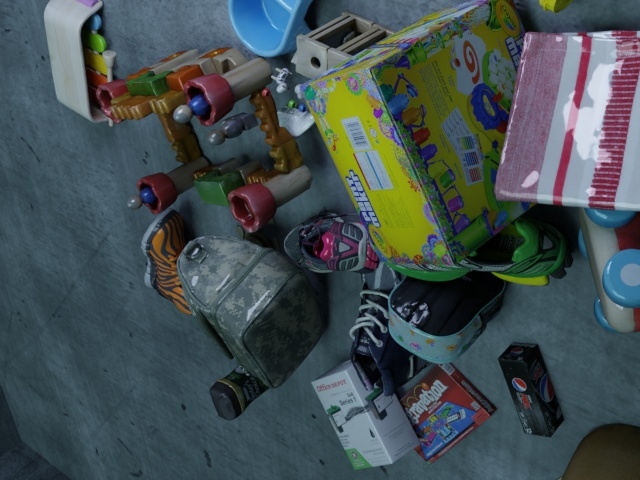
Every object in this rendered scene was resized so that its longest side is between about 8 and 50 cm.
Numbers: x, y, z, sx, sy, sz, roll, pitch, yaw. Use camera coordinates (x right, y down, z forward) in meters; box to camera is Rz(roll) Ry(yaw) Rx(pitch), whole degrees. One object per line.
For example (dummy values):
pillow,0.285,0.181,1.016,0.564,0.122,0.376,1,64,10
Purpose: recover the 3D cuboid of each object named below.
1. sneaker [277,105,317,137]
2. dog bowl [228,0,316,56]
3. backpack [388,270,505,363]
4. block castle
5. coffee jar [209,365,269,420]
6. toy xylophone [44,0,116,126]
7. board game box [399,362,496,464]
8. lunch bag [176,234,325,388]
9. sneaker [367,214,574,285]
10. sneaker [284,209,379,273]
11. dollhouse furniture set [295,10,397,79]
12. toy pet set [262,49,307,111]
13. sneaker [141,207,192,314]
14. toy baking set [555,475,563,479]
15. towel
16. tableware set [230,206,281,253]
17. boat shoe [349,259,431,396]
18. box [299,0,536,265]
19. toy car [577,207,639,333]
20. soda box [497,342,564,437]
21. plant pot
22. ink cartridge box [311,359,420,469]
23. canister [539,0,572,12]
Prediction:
sneaker,-0.054,-0.222,1.691,0.152,0.053,0.061,-13,107,51
dog bowl,-0.068,-0.430,1.520,0.166,0.074,0.297,43,143,12
backpack,0.208,0.123,1.580,0.166,0.188,0.144,31,138,25
block castle,-0.251,-0.189,1.749,0.453,0.213,0.303,11,127,52
coffee jar,-0.181,0.345,2.176,0.079,0.184,0.096,13,128,41
toy xylophone,-0.516,-0.386,2.022,0.236,0.081,0.323,37,140,20
board game box,0.239,0.358,1.873,0.145,0.027,0.281,46,143,11
lunch bag,-0.157,0.137,1.917,0.256,0.212,0.305,33,162,30
sneaker,0.221,-0.011,1.457,0.343,0.134,0.146,1,165,37
sneaker,0.000,0.000,1.711,0.299,0.112,0.121,178,95,-64
dollhouse furniture set,0.048,-0.254,1.492,0.129,0.129,0.184,29,136,28
toy pet set,-0.021,-0.274,1.575,0.065,0.122,0.114,36,105,33
sneaker,-0.324,0.059,2.170,0.180,0.124,0.321,36,151,14
toy baking set,0.512,0.506,1.700,0.256,0.030,0.197,28,137,29
towel,0.391,-0.153,1.143,0.329,0.037,0.237,7,82,35
tableware set,-0.153,-0.023,1.968,0.128,0.039,0.194,14,129,40
boat shoe,0.118,0.135,1.709,0.127,0.158,0.341,6,124,44
box,0.175,-0.158,1.294,0.177,0.279,0.290,1,119,58
toy car,0.486,0.007,1.233,0.219,0.238,0.210,53,-153,-69
soda box,0.379,0.269,1.629,0.060,0.053,0.169,-2,119,47
plant pot,0.474,0.469,1.495,0.237,0.254,0.237,20,122,35
ink cartridge box,0.093,0.367,1.947,0.160,0.092,0.219,-32,85,55
canister,0.269,-0.396,1.190,0.170,0.073,0.126,38,141,21
